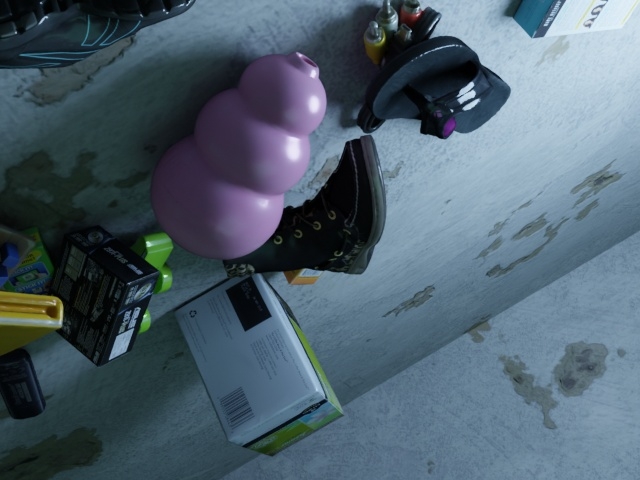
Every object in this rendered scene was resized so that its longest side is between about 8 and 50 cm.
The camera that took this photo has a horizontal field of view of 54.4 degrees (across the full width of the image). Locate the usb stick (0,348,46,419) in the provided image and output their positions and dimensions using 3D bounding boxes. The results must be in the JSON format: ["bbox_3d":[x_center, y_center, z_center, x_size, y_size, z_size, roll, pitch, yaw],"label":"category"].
[{"bbox_3d":[-0.636,0.308,1.314,0.077,0.045,0.278,-9,147,-22],"label":"usb stick"}]

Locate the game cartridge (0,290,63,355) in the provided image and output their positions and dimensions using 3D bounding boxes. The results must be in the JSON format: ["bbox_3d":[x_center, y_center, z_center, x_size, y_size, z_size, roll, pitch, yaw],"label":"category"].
[{"bbox_3d":[-0.572,0.128,0.866,0.324,0.052,0.285,-21,158,36],"label":"game cartridge"}]

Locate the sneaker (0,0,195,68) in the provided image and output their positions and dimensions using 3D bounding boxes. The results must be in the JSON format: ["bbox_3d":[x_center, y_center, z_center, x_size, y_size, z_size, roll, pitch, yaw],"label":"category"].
[{"bbox_3d":[-0.269,-0.258,0.697,0.268,0.101,0.106,-19,172,-21],"label":"sneaker"}]

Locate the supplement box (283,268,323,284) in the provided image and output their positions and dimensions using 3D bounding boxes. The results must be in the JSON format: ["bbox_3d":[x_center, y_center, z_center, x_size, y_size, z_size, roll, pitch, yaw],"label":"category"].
[{"bbox_3d":[0.000,0.000,1.366,0.080,0.078,0.233,4,137,-41],"label":"supplement box"}]

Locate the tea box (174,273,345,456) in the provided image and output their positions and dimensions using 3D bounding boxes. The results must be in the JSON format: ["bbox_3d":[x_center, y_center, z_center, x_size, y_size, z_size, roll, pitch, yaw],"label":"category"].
[{"bbox_3d":[-0.133,0.292,1.454,0.220,0.329,0.323,-30,152,0],"label":"tea box"}]

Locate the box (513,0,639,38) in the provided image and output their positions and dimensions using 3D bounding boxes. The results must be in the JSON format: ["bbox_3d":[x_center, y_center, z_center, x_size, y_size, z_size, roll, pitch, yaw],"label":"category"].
[{"bbox_3d":[0.470,-0.429,1.113,0.244,0.060,0.100,-14,148,-27],"label":"box"}]

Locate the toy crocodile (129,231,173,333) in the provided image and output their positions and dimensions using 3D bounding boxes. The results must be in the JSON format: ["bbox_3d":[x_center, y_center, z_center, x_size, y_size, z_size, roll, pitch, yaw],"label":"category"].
[{"bbox_3d":[-0.373,0.102,1.170,0.115,0.105,0.340,-20,152,-51],"label":"toy crocodile"}]

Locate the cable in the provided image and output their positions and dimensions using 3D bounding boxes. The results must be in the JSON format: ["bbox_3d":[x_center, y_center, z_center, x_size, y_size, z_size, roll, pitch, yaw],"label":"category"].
[{"bbox_3d":[0.116,-0.296,1.039,0.139,0.072,0.287,-40,168,-18],"label":"cable"}]

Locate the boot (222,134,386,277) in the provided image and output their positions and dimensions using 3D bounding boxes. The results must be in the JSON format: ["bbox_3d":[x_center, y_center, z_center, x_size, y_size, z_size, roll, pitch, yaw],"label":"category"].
[{"bbox_3d":[-0.041,-0.040,1.124,0.285,0.138,0.377,-4,154,-7],"label":"boot"}]

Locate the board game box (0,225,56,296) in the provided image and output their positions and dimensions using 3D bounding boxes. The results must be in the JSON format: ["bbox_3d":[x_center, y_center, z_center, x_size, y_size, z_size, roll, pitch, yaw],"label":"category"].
[{"bbox_3d":[-0.590,0.102,1.014,0.318,0.046,0.213,-20,152,-17],"label":"board game box"}]

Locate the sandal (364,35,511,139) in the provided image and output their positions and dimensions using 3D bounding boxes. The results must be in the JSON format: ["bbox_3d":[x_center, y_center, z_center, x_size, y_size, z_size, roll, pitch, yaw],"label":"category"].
[{"bbox_3d":[0.242,-0.246,1.086,0.446,0.107,0.167,-7,145,-52],"label":"sandal"}]

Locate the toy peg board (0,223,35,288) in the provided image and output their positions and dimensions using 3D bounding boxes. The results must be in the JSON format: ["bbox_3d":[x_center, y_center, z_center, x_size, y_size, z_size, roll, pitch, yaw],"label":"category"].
[{"bbox_3d":[-0.519,0.046,0.882,0.161,0.079,0.161,-48,134,9],"label":"toy peg board"}]

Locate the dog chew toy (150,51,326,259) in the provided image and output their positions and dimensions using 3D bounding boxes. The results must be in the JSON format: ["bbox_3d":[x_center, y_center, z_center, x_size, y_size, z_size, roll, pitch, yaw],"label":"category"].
[{"bbox_3d":[-0.112,-0.130,0.930,0.207,0.206,0.331,8,127,-49],"label":"dog chew toy"}]

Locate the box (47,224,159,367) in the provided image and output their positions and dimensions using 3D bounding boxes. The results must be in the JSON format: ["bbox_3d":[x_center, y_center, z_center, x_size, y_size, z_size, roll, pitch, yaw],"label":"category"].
[{"bbox_3d":[-0.369,0.092,1.038,0.077,0.147,0.180,-26,146,-60],"label":"box"}]
